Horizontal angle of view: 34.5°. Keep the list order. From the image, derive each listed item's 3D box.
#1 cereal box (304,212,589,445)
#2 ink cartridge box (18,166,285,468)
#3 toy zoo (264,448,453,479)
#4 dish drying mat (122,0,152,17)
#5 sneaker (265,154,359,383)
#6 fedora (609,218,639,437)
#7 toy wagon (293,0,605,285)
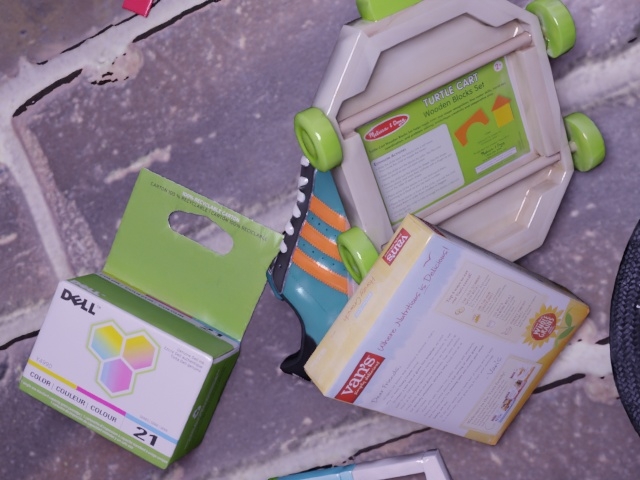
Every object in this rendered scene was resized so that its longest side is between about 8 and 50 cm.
[{"bbox_3d":[0.122,0.089,0.948,0.173,0.240,0.047,-57,39,12],"label":"cereal box"},{"bbox_3d":[-0.177,0.076,1.083,0.189,0.097,0.255,26,101,11],"label":"ink cartridge box"},{"bbox_3d":[0.047,0.330,1.079,0.293,0.030,0.192,-13,91,16],"label":"toy zoo"},{"bbox_3d":[-0.184,-0.283,1.100,0.032,0.008,0.083,24,101,12],"label":"dish drying mat"},{"bbox_3d":[0.000,0.000,1.024,0.121,0.108,0.302,-2,95,11],"label":"sneaker"},{"bbox_3d":[0.405,0.065,0.897,0.334,0.152,0.334,0,88,12],"label":"fedora"},{"bbox_3d":[0.107,-0.124,0.914,0.267,0.068,0.344,-27,114,-15],"label":"toy wagon"}]
